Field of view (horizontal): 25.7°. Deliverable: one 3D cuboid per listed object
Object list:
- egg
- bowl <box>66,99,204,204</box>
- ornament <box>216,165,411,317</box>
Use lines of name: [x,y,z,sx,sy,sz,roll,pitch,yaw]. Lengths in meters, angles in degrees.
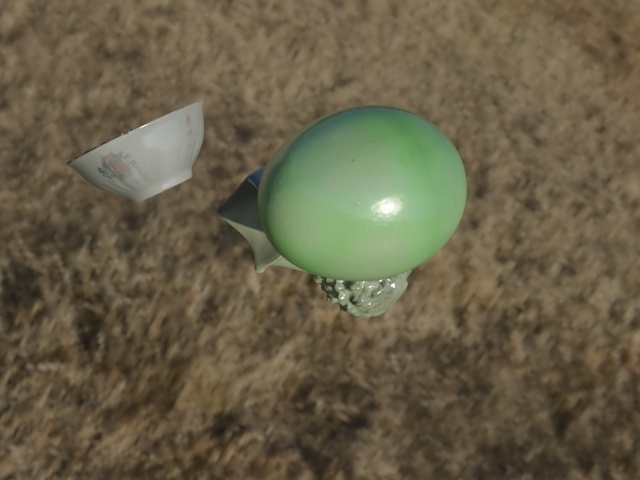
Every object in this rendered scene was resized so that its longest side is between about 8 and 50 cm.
egg: [0.052,-0.059,1.759,0.269,0.220,0.220,-7,41,-22]
bowl: [-0.214,-0.098,1.738,0.086,0.189,0.189,65,29,-4]
ornament: [-0.011,0.010,1.954,0.285,0.130,0.120,25,28,-4]
